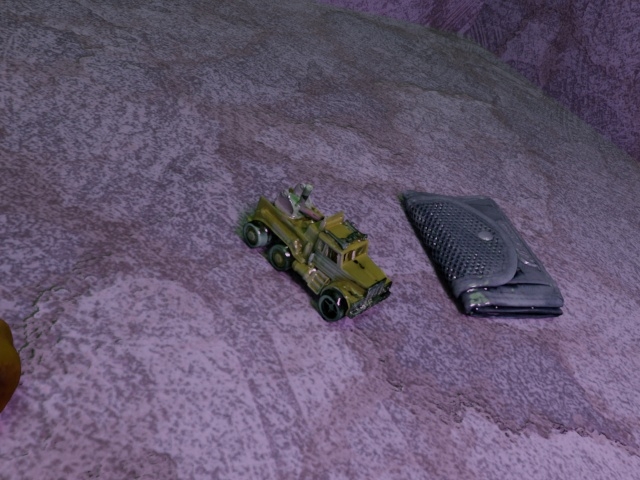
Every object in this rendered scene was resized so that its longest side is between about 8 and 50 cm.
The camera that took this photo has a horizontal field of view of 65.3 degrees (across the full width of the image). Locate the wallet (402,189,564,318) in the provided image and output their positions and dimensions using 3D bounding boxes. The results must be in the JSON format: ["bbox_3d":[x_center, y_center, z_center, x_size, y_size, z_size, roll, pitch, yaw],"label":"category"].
[{"bbox_3d":[0.327,0.009,1.028,0.237,0.075,0.342,3,42,-19],"label":"wallet"}]

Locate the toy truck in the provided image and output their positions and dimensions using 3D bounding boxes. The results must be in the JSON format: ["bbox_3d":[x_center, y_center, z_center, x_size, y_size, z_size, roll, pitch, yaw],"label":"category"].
[{"bbox_3d":[0.001,0.004,0.814,0.128,0.135,0.259,-22,59,-42],"label":"toy truck"}]

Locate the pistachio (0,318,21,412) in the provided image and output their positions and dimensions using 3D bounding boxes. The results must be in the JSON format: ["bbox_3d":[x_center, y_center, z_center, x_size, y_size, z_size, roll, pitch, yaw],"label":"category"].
[{"bbox_3d":[-0.369,0.140,0.484,0.100,0.110,0.189,-2,33,20],"label":"pistachio"}]
